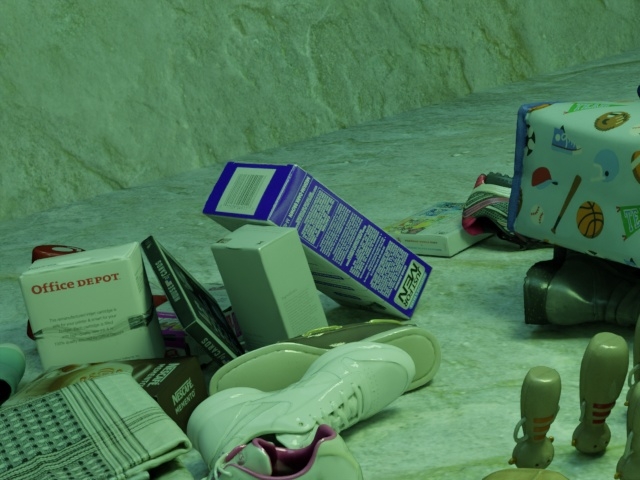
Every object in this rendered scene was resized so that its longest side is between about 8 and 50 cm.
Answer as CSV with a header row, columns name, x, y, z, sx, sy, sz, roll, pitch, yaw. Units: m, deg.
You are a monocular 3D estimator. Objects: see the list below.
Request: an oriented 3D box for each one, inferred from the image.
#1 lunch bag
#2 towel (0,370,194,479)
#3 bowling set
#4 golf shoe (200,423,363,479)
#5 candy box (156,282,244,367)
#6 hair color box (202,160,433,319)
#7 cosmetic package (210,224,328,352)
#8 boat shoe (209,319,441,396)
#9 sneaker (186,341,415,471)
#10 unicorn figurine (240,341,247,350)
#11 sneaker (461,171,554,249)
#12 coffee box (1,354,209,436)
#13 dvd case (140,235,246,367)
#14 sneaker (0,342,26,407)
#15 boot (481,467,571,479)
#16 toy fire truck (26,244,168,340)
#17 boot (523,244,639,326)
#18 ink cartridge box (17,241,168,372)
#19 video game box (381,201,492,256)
name,x,y,z,sx,sy,sz,roll,pitch,yaw
lunch bag,0.523,-0.097,1.625,0.385,0.239,0.328,-4,16,-32
towel,-0.313,0.242,1.206,0.312,0.056,0.324,-16,20,-20
bowling set,0.354,0.198,1.205,0.287,0.154,0.200,-20,36,-33
golf shoe,-0.099,0.279,1.192,0.306,0.140,0.115,-13,17,0
candy box,-0.211,0.145,1.887,0.159,0.071,0.233,0,20,35
hair color box,0.000,0.000,1.800,0.185,0.339,0.110,8,67,51
cosmetic package,-0.064,0.096,1.643,0.117,0.231,0.085,5,28,46
boat shoe,0.000,0.176,1.544,0.324,0.116,0.097,-11,10,-14
sneaker,-0.006,0.230,1.411,0.305,0.114,0.152,-20,31,-15
unicorn figurine,-0.072,0.143,1.812,0.162,0.060,0.111,-13,15,-3
sneaker,0.400,-0.033,2.038,0.299,0.121,0.112,12,62,38
coffee box,-0.295,0.237,1.565,0.246,0.098,0.141,-6,16,19
dvd case,-0.180,0.110,1.676,0.029,0.179,0.239,-39,39,1
sneaker,-0.610,0.239,1.808,0.256,0.094,0.151,-14,18,-6
boot,0.197,0.295,1.009,0.236,0.089,0.269,-1,17,32
toy fire truck,-0.381,0.109,2.022,0.254,0.169,0.302,1,8,-30
boot,0.457,0.054,1.695,0.222,0.118,0.338,4,28,27
ink cartridge box,-0.337,0.136,1.696,0.172,0.237,0.100,-10,15,4
video game box,0.245,-0.025,2.207,0.205,0.048,0.187,-24,21,-39
